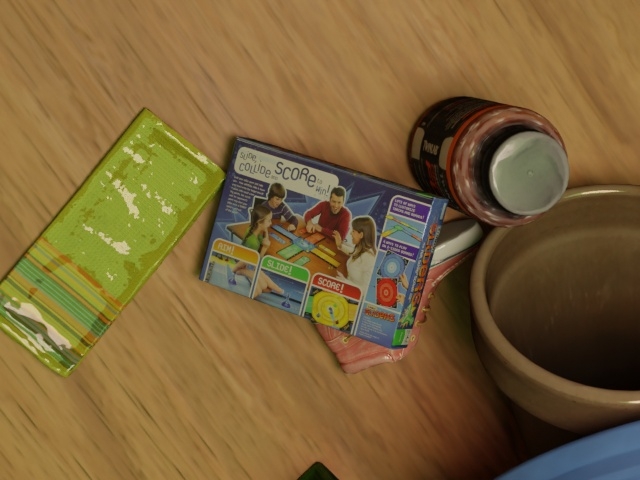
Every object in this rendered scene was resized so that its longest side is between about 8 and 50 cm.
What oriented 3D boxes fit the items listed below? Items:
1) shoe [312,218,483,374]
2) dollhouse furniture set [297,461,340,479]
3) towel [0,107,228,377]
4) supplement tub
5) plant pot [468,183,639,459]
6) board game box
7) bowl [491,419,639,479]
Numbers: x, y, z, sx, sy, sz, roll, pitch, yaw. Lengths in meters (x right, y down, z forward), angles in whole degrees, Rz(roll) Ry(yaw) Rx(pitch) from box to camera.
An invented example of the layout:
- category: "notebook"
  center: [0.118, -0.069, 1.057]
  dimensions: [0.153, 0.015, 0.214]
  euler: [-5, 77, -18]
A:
- category: "shoe"
  center: [0.080, 0.053, 1.472]
  dimensions: [0.178, 0.063, 0.081]
  euler: [-28, 104, 1]
- category: "dollhouse furniture set"
  center: [-0.030, 0.384, 1.459]
  dimensions: [0.301, 0.151, 0.197]
  euler: [-43, 104, -1]
- category: "towel"
  center: [-0.192, 0.004, 1.435]
  dimensions: [0.102, 0.021, 0.237]
  euler: [39, 91, -14]
- category: "supplement tub"
  center: [0.149, -0.069, 1.391]
  dimensions: [0.106, 0.198, 0.106]
  euler: [-2, 98, -12]
- category: "plant pot"
  center: [0.264, 0.117, 1.419]
  dimensions: [0.263, 0.263, 0.229]
  euler: [-14, 132, -7]
- category: "board game box"
  center: [0.000, 0.000, 1.402]
  dimensions: [0.201, 0.035, 0.136]
  euler: [19, 98, 26]
- category: "bowl"
  center: [0.291, 0.244, 1.363]
  dimensions: [0.391, 0.391, 0.077]
  euler: [-7, 61, -9]
